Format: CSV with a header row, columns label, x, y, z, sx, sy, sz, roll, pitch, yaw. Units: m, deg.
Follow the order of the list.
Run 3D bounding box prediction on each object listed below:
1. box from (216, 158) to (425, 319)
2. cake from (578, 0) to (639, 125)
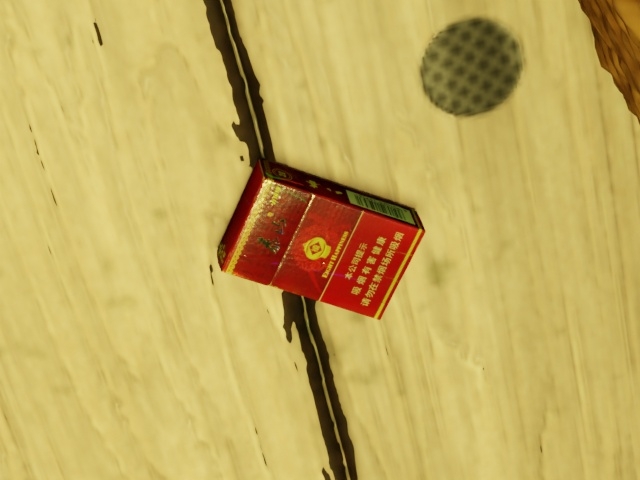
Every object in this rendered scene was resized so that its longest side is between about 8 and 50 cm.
label,x,y,z,sx,sy,sz,roll,pitch,yaw
box,0.000,0.000,0.702,0.082,0.023,0.051,18,113,-19
cake,0.203,-0.167,0.514,0.290,0.256,0.282,-24,121,8
